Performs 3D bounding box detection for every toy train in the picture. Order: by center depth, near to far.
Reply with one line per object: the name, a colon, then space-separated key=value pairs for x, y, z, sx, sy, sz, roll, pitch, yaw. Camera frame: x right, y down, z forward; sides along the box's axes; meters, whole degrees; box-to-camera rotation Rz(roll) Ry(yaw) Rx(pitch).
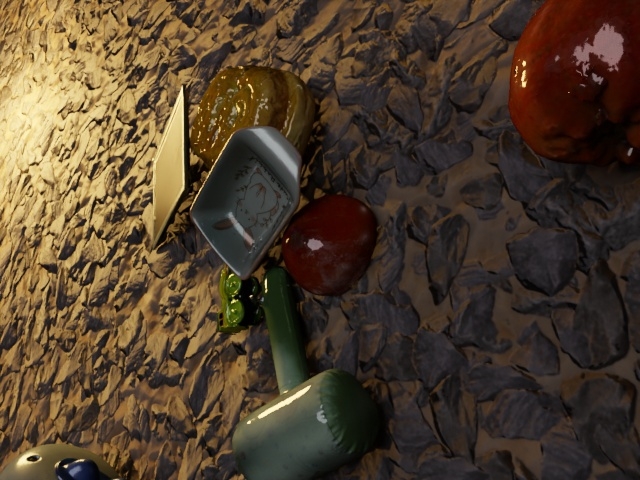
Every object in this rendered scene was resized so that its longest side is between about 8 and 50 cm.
toy train: x=-0.141 y=0.027 z=1.056 sx=0.085 sy=0.053 sz=0.250 roll=-25 pitch=61 yaw=40

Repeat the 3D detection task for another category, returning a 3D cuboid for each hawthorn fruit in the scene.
hawthorn fruit: x=0.321 y=-0.211 z=0.639 sx=0.211 sy=0.211 sz=0.299 roll=18 pitch=77 yaw=43

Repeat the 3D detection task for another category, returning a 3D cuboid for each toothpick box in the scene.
toothpick box: x=-0.462 y=0.514 z=1.070 sx=0.263 sy=0.263 sz=0.355 roll=43 pitch=104 yaw=41

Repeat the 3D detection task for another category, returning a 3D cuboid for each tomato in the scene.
tomato: x=0.000 y=0.000 z=0.917 sx=0.159 sy=0.091 sz=0.139 roll=-48 pitch=53 yaw=15

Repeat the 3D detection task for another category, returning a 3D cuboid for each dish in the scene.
dish: x=-0.095 y=-0.067 z=0.957 sx=0.154 sy=0.064 sz=0.234 roll=49 pitch=128 yaw=15

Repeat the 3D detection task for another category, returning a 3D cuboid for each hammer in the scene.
hammer: x=-0.045 y=0.171 z=0.898 sx=0.206 sy=0.118 sz=0.336 roll=-35 pitch=49 yaw=25

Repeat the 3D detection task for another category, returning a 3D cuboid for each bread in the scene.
bread: x=-0.115 y=-0.196 z=1.060 sx=0.236 sy=0.120 sz=0.199 roll=14 pitch=84 yaw=42

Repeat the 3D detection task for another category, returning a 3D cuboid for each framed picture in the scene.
framed picture: x=-0.282 y=-0.127 z=1.184 sx=0.274 sy=0.017 sz=0.217 roll=139 pitch=131 yaw=-56
